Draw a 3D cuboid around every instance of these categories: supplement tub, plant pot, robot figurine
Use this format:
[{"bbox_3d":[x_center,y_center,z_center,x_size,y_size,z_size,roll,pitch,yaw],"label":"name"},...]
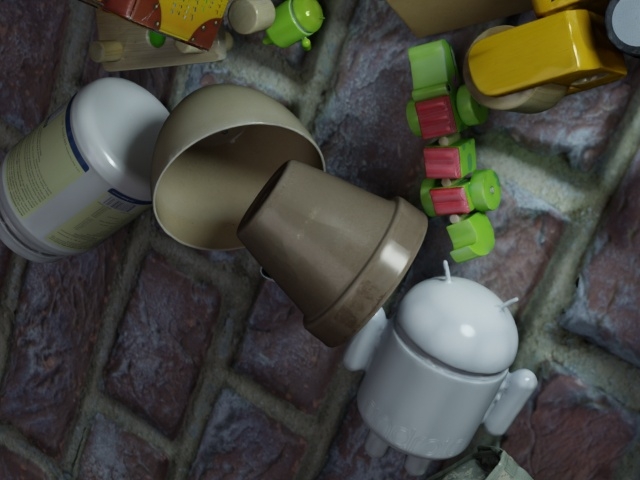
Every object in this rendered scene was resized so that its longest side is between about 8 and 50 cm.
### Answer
[{"bbox_3d":[-0.423,-0.116,2.086,0.325,0.235,0.235,-31,89,34],"label":"supplement tub"},{"bbox_3d":[0.000,0.000,1.819,0.229,0.263,0.263,35,123,-10],"label":"plant pot"},{"bbox_3d":[-0.153,-0.147,1.927,0.284,0.284,0.191,-52,42,32],"label":"plant pot"},{"bbox_3d":[-0.045,-0.353,1.887,0.115,0.067,0.101,-23,86,34],"label":"robot figurine"},{"bbox_3d":[0.185,0.203,1.853,0.300,0.200,0.353,21,118,0],"label":"robot figurine"}]

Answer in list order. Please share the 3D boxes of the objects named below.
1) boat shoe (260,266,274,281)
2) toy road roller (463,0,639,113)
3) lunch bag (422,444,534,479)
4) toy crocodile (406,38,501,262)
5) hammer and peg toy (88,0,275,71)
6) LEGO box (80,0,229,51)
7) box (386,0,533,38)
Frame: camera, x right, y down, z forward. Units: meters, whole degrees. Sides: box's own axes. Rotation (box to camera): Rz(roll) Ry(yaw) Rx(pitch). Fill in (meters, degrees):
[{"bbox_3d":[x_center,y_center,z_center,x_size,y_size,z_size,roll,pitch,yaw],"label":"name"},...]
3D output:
[{"bbox_3d":[-0.019,0.055,2.007,0.184,0.063,0.066,14,112,27],"label":"boat shoe"},{"bbox_3d":[0.349,-0.326,1.594,0.329,0.202,0.240,-18,84,28],"label":"toy road roller"},{"bbox_3d":[0.281,0.469,1.887,0.235,0.169,0.287,46,128,-6],"label":"lunch bag"},{"bbox_3d":[0.196,-0.135,1.793,0.115,0.105,0.340,-4,103,31],"label":"toy crocodile"},{"bbox_3d":[-0.228,-0.422,1.930,0.361,0.127,0.266,-1,99,31],"label":"hammer and peg toy"},{"bbox_3d":[-0.261,-0.585,1.745,0.372,0.193,0.500,27,99,32],"label":"LEGO box"},{"bbox_3d":[0.192,-0.366,1.705,0.201,0.164,0.021,-9,59,32],"label":"box"}]
